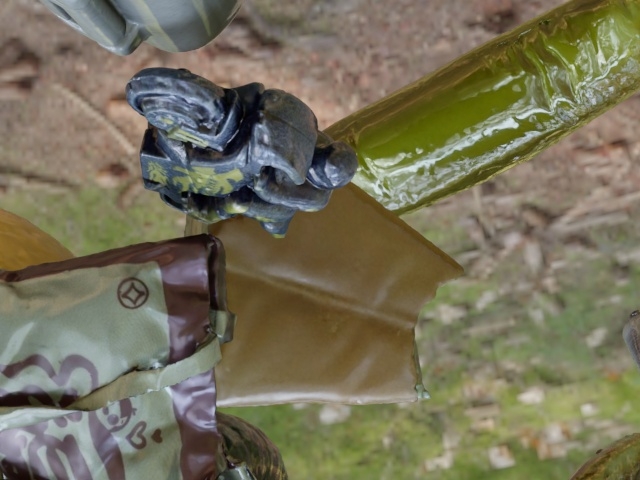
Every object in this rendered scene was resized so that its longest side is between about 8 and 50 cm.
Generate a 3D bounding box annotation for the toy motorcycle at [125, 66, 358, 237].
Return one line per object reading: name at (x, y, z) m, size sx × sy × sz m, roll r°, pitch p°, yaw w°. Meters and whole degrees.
toy motorcycle at (-0.040, -0.045, 0.848) m, size 0.124 × 0.061 × 0.193 m, roll 10°, pitch 161°, yaw 5°

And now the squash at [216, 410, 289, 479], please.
squash at (-0.127, 0.292, 1.501) m, size 0.165 × 0.252 × 0.252 m, roll 1°, pitch 155°, yaw 32°

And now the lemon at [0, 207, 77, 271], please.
lemon at (-0.282, 0.130, 1.117) m, size 0.336 × 0.336 × 0.336 m, roll -6°, pitch 147°, yaw -4°

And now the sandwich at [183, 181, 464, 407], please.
sandwich at (0.000, 0.000, 1.140) m, size 0.198 × 0.227 × 0.155 m, roll 1°, pitch -173°, yaw -12°

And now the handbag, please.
handbag at (-0.156, 0.105, 0.901) m, size 0.235 × 0.213 × 0.127 m, roll -6°, pitch -170°, yaw 16°

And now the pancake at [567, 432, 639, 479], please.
pancake at (0.193, 0.364, 1.335) m, size 0.067 × 0.426 × 0.305 m, roll 21°, pitch -177°, yaw 36°

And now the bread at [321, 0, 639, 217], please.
bread at (0.164, -0.122, 1.419) m, size 0.384 × 0.112 × 0.166 m, roll -27°, pitch 175°, yaw 24°

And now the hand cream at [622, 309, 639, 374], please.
hand cream at (0.279, 0.106, 1.165) m, size 0.057 × 0.165 × 0.037 m, roll -31°, pitch 127°, yaw 4°

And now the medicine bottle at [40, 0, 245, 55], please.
medicine bottle at (-0.062, -0.235, 0.727) m, size 0.123 × 0.282 × 0.375 m, roll 28°, pitch 178°, yaw 2°
